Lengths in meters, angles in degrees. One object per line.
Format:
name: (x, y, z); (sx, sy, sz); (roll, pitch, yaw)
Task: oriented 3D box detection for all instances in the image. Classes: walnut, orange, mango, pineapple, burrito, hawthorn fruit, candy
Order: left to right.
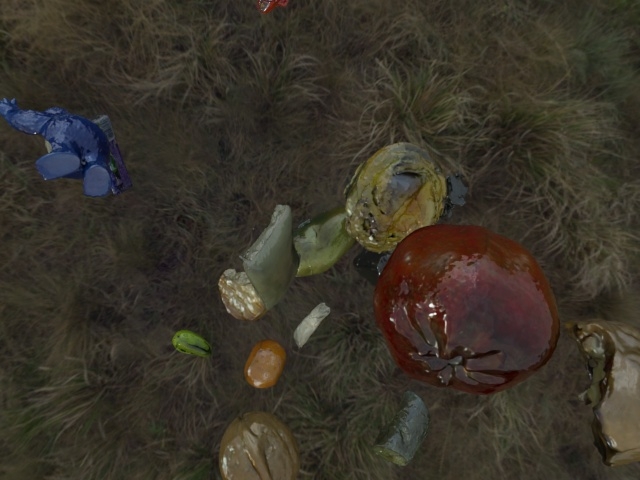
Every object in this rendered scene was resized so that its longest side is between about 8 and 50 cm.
candy: (-0.771, -0.306, 1.558); (0.061, 0.312, 0.088); (25, 49, 20)
mango: (-0.480, 0.391, 1.621); (0.091, 0.074, 0.165); (-28, 130, 30)
walnut: (-0.120, 0.419, 0.838); (0.166, 0.149, 0.166); (3, 67, -6)
orange: (-0.244, 0.555, 1.935); (0.170, 0.224, 0.224); (27, 87, 1)
burrito: (-0.045, 0.376, 1.899); (0.082, 0.059, 0.275); (54, 127, 23)
pineapple: (0.307, -0.095, 1.249); (0.279, 0.158, 0.158); (-31, 98, 33)
hawthorn fruit: (0.214, 0.069, 0.654); (0.254, 0.254, 0.300); (31, 47, -8)
walnut: (0.505, 0.249, 0.709); (0.141, 0.204, 0.238); (-13, 86, 26)

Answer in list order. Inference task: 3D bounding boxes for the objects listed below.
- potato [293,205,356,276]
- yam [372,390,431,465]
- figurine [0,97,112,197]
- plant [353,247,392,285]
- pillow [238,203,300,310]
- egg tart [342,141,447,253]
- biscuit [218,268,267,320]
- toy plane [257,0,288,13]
potato: (0.000, 0.000, 1.197); (0.248, 0.169, 0.143); (-37, 126, 7)
yam: (0.306, 0.692, 1.565); (0.154, 0.154, 0.254); (53, 48, -7)
figurine: (-0.479, -0.194, 0.823); (0.121, 0.164, 0.262); (-45, 65, -1)
plant: (0.237, 0.102, 1.818); (0.164, 0.256, 0.142); (46, 75, -15)
pillow: (-0.072, 0.035, 0.681); (0.053, 0.208, 0.119); (19, 69, 10)
egg tart: (0.194, -0.090, 1.064); (0.297, 0.132, 0.297); (-5, 113, -13)
biscuit: (-0.332, 0.244, 1.893); (0.274, 0.091, 0.213); (19, 107, 25)
toy plane: (-0.051, -0.457, 0.676); (0.126, 0.077, 0.194); (21, 112, 8)
